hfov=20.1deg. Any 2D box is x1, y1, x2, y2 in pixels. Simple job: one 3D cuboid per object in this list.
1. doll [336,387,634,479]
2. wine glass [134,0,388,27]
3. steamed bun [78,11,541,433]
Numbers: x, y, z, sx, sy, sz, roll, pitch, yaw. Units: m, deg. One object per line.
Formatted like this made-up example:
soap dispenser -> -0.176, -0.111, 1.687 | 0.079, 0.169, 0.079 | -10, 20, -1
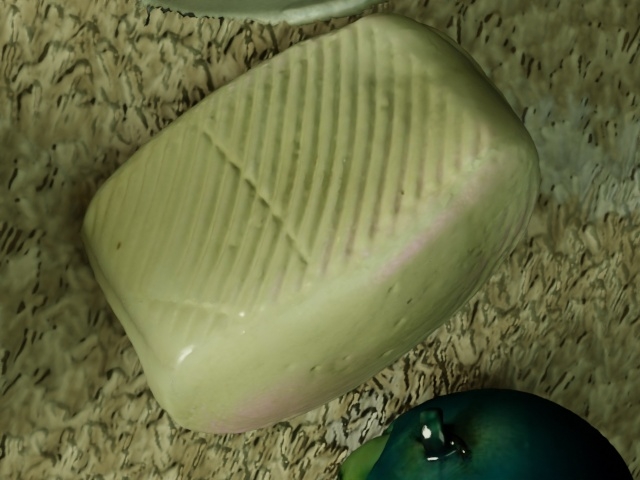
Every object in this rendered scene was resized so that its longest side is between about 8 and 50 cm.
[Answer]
doll -> 0.117, 0.215, 1.090 | 0.186, 0.198, 0.322 | -16, 130, 15
wine glass -> -0.040, -0.260, 0.853 | 0.143, 0.143, 0.321 | -17, 115, -18
steamed bun -> 0.000, 0.000, 0.970 | 0.238, 0.170, 0.152 | -32, 144, -7
